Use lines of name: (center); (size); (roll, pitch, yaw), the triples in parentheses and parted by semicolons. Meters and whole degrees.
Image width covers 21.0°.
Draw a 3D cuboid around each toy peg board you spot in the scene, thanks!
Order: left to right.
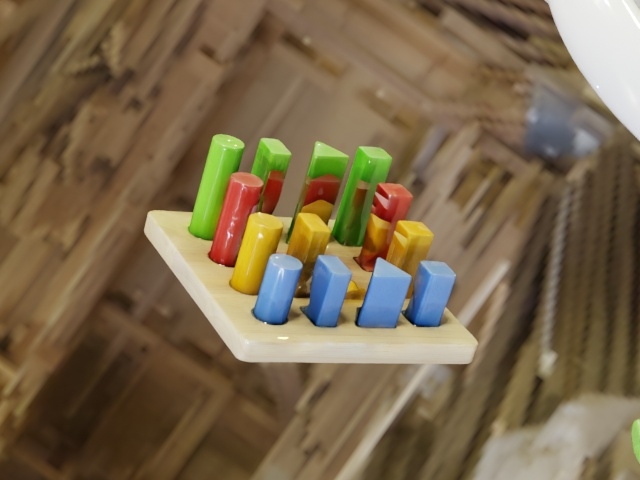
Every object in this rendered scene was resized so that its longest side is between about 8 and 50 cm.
toy peg board: (0.000, 0.000, 1.051); (0.160, 0.161, 0.079); (48, 129, 51)

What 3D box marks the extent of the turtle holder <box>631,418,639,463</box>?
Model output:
turtle holder: (0.472, 0.265, 1.720); (0.320, 0.227, 0.243); (-107, 24, -44)

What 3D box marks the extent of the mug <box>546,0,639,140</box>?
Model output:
mug: (0.266, -0.122, 0.917); (0.374, 0.328, 0.276); (-21, -20, -44)
